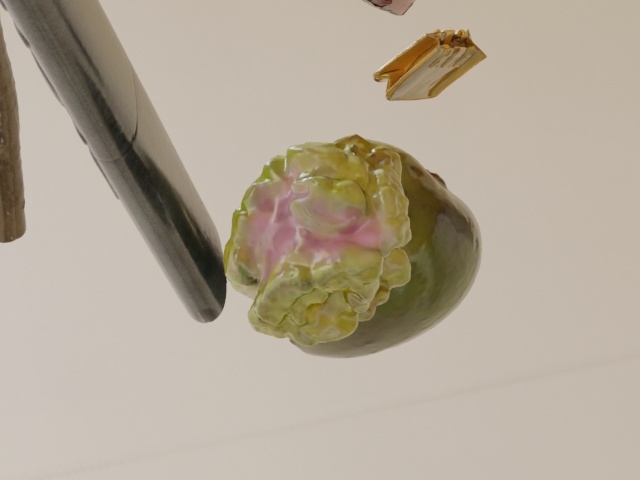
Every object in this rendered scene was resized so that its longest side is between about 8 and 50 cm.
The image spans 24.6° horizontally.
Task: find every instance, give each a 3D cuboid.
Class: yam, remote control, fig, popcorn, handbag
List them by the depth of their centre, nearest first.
[{"bbox_3d":[-0.137,-0.081,0.993,0.044,0.377,0.107,-19,-126,3],"label":"remote control"},{"bbox_3d":[0.000,0.000,1.004,0.125,0.145,0.126,20,-152,13],"label":"popcorn"},{"bbox_3d":[0.080,-0.130,1.083,0.027,0.061,0.083,58,-153,10],"label":"handbag"},{"bbox_3d":[0.033,0.011,1.229,0.181,0.191,0.181,33,-170,-6],"label":"fig"},{"bbox_3d":[-0.297,-0.134,1.315,0.045,0.327,0.045,4,-143,2],"label":"yam"}]

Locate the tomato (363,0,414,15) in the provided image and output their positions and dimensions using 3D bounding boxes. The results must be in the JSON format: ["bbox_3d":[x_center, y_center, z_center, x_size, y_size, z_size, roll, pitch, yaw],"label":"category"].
[{"bbox_3d":[-0.055,-0.273,0.844,0.338,0.144,0.338,30,-168,-7],"label":"tomato"}]
